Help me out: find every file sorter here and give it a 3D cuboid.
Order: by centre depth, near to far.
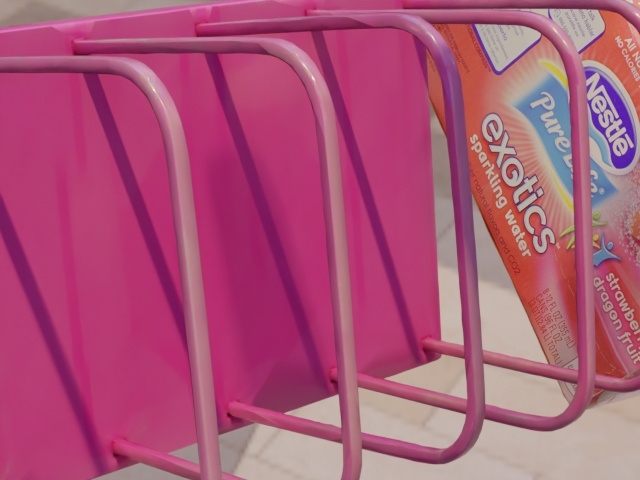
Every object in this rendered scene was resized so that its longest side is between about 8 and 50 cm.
[{"bbox_3d":[0.000,0.000,0.695,0.291,0.202,0.182,-14,16,-41],"label":"file sorter"}]

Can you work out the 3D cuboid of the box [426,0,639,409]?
[{"bbox_3d":[0.174,-0.075,0.915,0.142,0.154,0.300,-7,66,-40],"label":"box"}]
